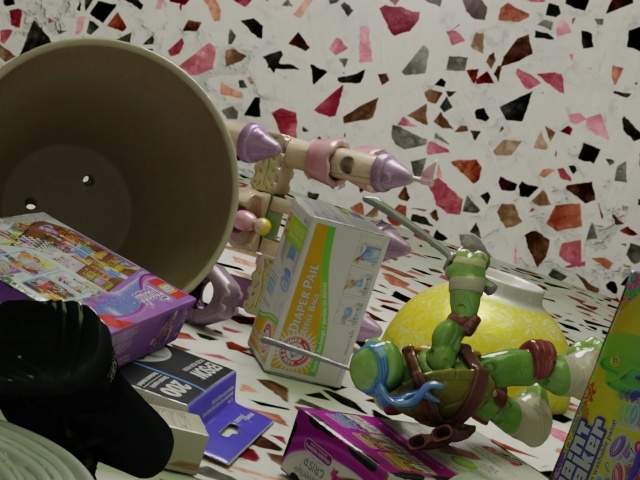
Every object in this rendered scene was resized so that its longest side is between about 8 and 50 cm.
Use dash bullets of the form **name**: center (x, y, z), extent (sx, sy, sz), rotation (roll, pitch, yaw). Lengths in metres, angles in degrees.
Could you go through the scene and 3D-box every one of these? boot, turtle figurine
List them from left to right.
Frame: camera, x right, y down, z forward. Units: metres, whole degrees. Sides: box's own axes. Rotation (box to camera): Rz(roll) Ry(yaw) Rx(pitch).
- **boot**: center (-0.251, 0.123, 1.098), extent (0.246, 0.094, 0.207), rotation (1, -33, 10)
- **turtle figurine**: center (0.130, 0.094, 1.406), extent (0.266, 0.198, 0.274), rotation (18, 10, -29)

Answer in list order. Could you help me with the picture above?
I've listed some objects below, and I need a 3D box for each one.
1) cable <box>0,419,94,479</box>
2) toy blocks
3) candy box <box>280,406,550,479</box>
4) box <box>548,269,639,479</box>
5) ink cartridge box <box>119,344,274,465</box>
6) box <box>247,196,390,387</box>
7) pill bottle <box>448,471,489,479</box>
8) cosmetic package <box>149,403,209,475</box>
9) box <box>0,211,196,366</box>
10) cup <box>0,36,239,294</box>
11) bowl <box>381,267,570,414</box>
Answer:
- **cable**: center (-0.265, 0.173, 0.893), extent (0.257, 0.089, 0.257), rotation (21, 9, 14)
- **toy blocks**: center (0.000, 0.000, 1.900), extent (0.260, 0.289, 0.309), rotation (17, 3, 32)
- **candy box**: center (0.101, 0.231, 1.364), extent (0.233, 0.071, 0.159), rotation (12, 10, -34)
- **box**: center (0.383, 0.211, 1.326), extent (0.279, 0.290, 0.177), rotation (14, 10, -37)
- **ink cartridge box**: center (-0.156, 0.150, 1.438), extent (0.208, 0.045, 0.206), rotation (21, 8, 7)
- **box**: center (-0.005, 0.065, 1.765), extent (0.103, 0.203, 0.114), rotation (15, 11, -18)
- **pill bottle**: center (0.169, 0.264, 1.214), extent (0.094, 0.094, 0.169), rotation (12, 11, -37)
- **cosmetic package**: center (-0.163, 0.172, 1.281), extent (0.115, 0.041, 0.060), rotation (16, 8, -16)
- **box**: center (-0.260, 0.050, 1.412), extent (0.201, 0.057, 0.293), rotation (29, 10, 9)
- **cup**: center (-0.289, -0.053, 1.720), extent (0.331, 0.331, 0.237), rotation (16, -13, -17)
- **bowl**: center (0.247, 0.127, 2.072), extent (0.289, 0.156, 0.289), rotation (18, 9, -3)
